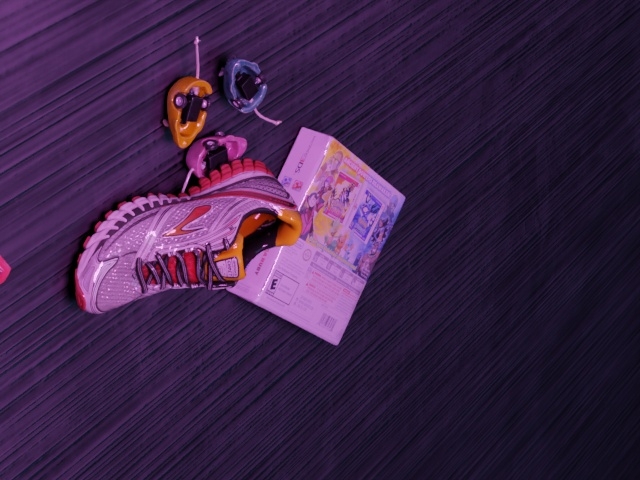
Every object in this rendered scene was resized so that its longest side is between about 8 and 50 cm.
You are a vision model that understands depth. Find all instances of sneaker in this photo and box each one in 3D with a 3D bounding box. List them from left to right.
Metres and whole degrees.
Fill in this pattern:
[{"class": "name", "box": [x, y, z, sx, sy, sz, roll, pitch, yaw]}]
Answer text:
[{"class": "sneaker", "box": [-0.115, 0.003, 1.232, 0.225, 0.093, 0.088, -29, 142, -25]}]

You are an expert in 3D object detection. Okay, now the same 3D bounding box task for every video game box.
[{"class": "video game box", "box": [0.000, 0.000, 1.486, 0.187, 0.048, 0.205, -63, 150, -4]}]

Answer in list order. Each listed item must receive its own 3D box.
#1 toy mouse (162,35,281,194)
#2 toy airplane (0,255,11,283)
[{"class": "toy mouse", "box": [-0.091, -0.113, 1.274, 0.143, 0.031, 0.161, -10, 121, -51]}, {"class": "toy airplane", "box": [-0.295, 0.017, 1.042, 0.151, 0.028, 0.151, -34, 135, -42]}]
